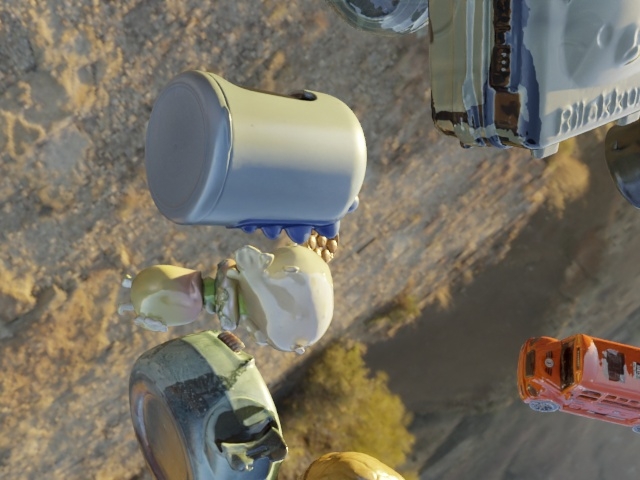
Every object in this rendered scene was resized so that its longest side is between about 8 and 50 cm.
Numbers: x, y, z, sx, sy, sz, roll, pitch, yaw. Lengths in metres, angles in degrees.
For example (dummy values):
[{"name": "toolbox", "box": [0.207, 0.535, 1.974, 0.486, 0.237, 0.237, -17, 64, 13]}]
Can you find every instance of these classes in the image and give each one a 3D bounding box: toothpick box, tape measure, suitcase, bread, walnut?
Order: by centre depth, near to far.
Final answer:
[{"name": "suitcase", "box": [0.285, -0.288, 1.007, 0.351, 0.194, 0.339, -22, 117, -38]}, {"name": "tape measure", "box": [-0.151, 0.261, 1.176, 0.147, 0.275, 0.256, -16, 139, -31]}, {"name": "walnut", "box": [0.049, 0.388, 1.228, 0.167, 0.167, 0.207, -44, 119, 13]}, {"name": "toothpick box", "box": [-0.080, -0.124, 1.403, 0.354, 0.263, 0.263, 1, 138, -38]}, {"name": "bread", "box": [0.000, 0.000, 1.802, 0.024, 0.110, 0.110, 3, -168, 42]}]

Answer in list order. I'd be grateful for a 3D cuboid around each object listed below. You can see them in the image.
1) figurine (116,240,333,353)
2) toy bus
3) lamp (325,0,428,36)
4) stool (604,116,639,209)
[{"name": "figurine", "box": [-0.170, 0.085, 1.568, 0.394, 0.227, 0.275, 0, 146, -6]}, {"name": "toy bus", "box": [0.563, 0.274, 1.697, 0.153, 0.329, 0.143, 109, -6, -59]}, {"name": "lamp", "box": [0.095, -0.416, 1.181, 0.233, 0.233, 0.265, -37, 132, -4]}, {"name": "stool", "box": [0.572, -0.144, 1.414, 0.228, 0.153, 0.139, -13, 171, -43]}]
